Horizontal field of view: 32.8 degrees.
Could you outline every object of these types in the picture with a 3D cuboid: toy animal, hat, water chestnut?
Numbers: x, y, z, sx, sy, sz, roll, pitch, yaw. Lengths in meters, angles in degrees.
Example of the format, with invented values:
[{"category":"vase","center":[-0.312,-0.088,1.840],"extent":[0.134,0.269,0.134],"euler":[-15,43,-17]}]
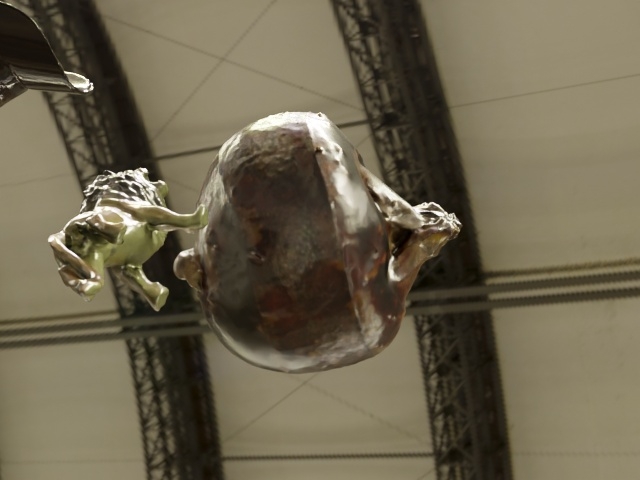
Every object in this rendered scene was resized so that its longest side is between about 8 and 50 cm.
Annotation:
[{"category":"toy animal","center":[-0.119,0.005,0.669],"extent":[0.086,0.220,0.069],"euler":[18,-79,-6]},{"category":"hat","center":[-0.484,-0.214,1.435],"extent":[0.336,0.238,0.209],"euler":[26,-105,26]},{"category":"water chestnut","center":[0.000,0.000,0.942],"extent":[0.238,0.223,0.223],"euler":[-20,-86,8]}]
